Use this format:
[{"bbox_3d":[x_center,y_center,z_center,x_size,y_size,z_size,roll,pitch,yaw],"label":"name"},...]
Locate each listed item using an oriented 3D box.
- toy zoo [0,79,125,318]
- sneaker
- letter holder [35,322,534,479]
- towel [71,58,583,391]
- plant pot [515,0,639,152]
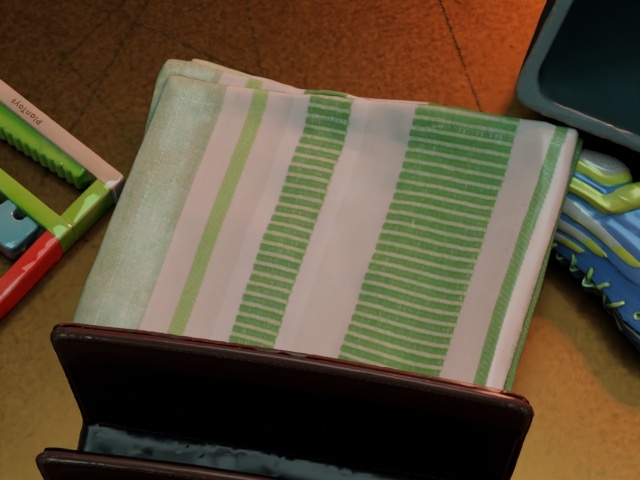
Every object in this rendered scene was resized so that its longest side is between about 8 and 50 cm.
[{"bbox_3d":[-0.311,0.004,1.283,0.192,0.030,0.293,37,70,16],"label":"toy zoo"},{"bbox_3d":[0.213,0.013,1.247,0.240,0.091,0.126,12,72,11],"label":"sneaker"},{"bbox_3d":[-0.029,0.171,1.103,0.302,0.214,0.152,9,65,4],"label":"letter holder"},{"bbox_3d":[0.000,0.000,1.232,0.325,0.038,0.248,11,71,20],"label":"towel"},{"bbox_3d":[0.304,-0.207,1.246,0.247,0.248,0.252,22,30,-3],"label":"plant pot"}]
